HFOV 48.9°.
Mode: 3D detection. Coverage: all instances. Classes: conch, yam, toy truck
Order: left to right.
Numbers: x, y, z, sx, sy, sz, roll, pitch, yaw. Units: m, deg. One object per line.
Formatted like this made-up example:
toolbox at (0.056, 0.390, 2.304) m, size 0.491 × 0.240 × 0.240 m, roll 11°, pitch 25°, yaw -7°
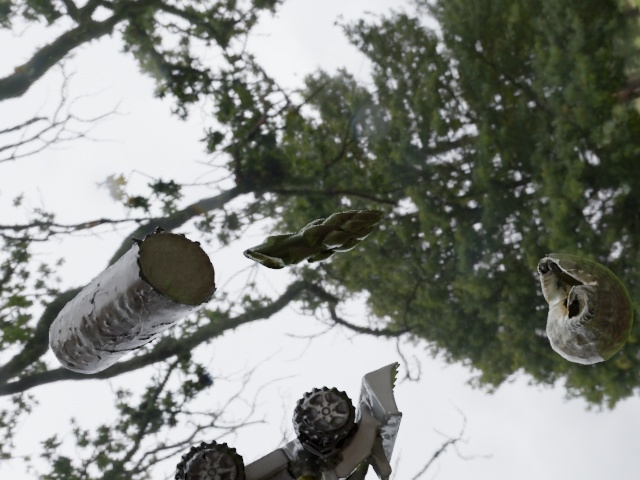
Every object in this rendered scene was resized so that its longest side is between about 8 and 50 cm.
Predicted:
yam at (-0.270, 0.089, 0.993) m, size 0.131 × 0.280 × 0.131 m, roll 28°, pitch -134°, yaw -33°
toy truck at (-0.021, 0.224, 0.651) m, size 0.111 × 0.286 × 0.136 m, roll 47°, pitch 148°, yaw 33°
conch at (0.348, 0.085, 0.965) m, size 0.155 × 0.130 × 0.207 m, roll 38°, pitch 178°, yaw 34°

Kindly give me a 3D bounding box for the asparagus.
asparagus at (0.000, 0.000, 1.257) m, size 0.287 × 0.080 × 0.080 m, roll -24°, pitch -82°, yaw -29°
